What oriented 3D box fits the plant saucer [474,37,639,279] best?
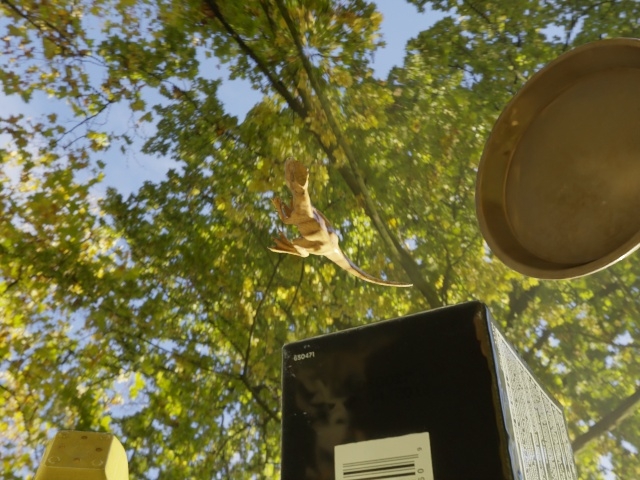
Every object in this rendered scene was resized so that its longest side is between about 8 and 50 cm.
[{"bbox_3d":[0.287,-0.087,0.716,0.041,0.278,0.277,19,-74,-30],"label":"plant saucer"}]

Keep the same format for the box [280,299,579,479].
[{"bbox_3d":[0.111,0.252,0.524,0.183,0.296,0.294,-17,-35,25],"label":"box"}]

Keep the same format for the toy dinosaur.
[{"bbox_3d":[0.000,0.000,0.716,0.064,0.112,0.211,-55,-51,-20],"label":"toy dinosaur"}]

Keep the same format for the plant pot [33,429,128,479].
[{"bbox_3d":[-0.207,0.211,0.550,0.081,0.081,0.083,7,-70,-10],"label":"plant pot"}]
